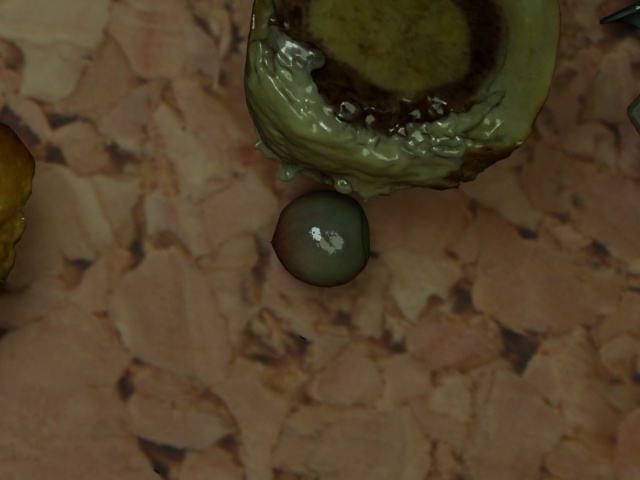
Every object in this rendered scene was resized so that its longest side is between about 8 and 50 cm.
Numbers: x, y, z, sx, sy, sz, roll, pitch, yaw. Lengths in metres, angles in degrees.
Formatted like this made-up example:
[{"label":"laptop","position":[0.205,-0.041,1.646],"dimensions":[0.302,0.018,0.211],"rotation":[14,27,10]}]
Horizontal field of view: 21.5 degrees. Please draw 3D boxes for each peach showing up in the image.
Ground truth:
[{"label":"peach","position":[0.001,-0.001,1.374],"dimensions":[0.083,0.083,0.083],"rotation":[0,92,-9]}]

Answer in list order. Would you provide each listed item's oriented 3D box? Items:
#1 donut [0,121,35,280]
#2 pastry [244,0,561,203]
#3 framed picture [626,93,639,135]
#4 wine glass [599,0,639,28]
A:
[{"label":"donut","position":[-0.395,0.085,1.180],"dimensions":[0.163,0.378,0.435],"rotation":[16,90,30]},{"label":"pastry","position":[0.053,-0.145,1.328],"dimensions":[0.237,0.170,0.256],"rotation":[13,56,-9]},{"label":"framed picture","position":[0.390,-0.062,1.405],"dimensions":[0.211,0.020,0.289],"rotation":[-45,111,-21]},{"label":"wine glass","position":[0.305,-0.110,1.417],"dimensions":[0.079,0.079,0.195],"rotation":[-25,95,-7]}]
